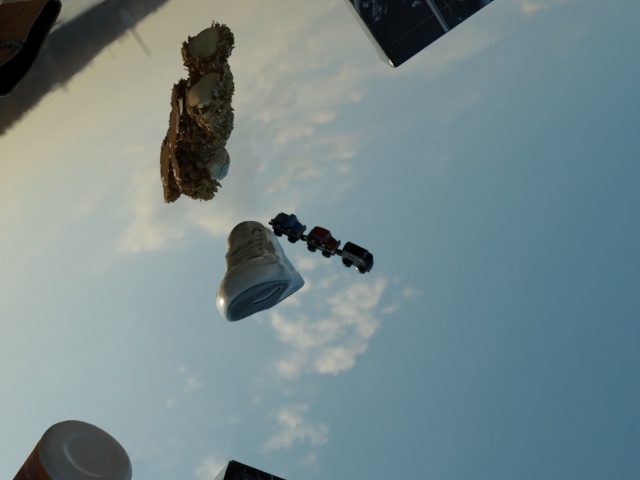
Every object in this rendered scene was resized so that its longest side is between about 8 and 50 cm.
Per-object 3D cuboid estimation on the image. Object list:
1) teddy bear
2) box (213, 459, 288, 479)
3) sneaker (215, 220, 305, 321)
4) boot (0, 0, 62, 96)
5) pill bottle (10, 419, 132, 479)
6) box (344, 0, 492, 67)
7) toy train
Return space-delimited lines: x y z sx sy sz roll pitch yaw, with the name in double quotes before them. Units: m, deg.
"teddy bear" -0.179 -0.187 1.305 0.113 0.338 0.245 0 -137 -19
"box" -0.055 0.304 0.833 0.180 0.147 0.077 121 -11 -55
"sneaker" -0.102 0.035 1.115 0.106 0.123 0.290 -32 175 2
"boot" -0.437 -0.312 1.088 0.280 0.096 0.264 10 -117 43
"pill bottle" -0.333 0.334 1.003 0.216 0.121 0.121 -53 -165 17
"box" 0.150 -0.471 1.147 0.343 0.312 0.179 -34 -165 8
"toy train" 0.000 0.000 1.110 0.158 0.036 0.027 24 -133 15
